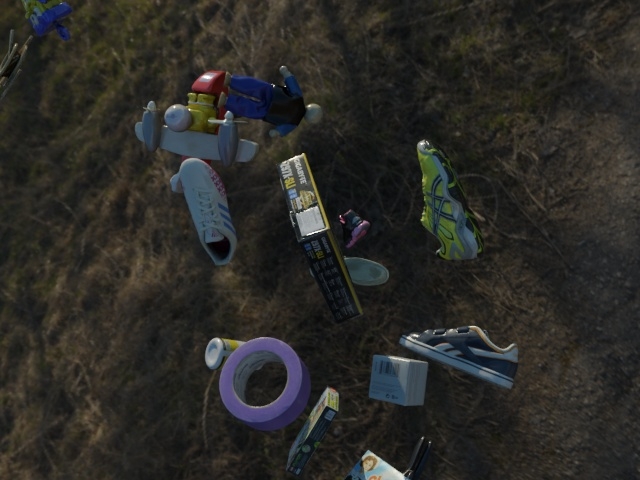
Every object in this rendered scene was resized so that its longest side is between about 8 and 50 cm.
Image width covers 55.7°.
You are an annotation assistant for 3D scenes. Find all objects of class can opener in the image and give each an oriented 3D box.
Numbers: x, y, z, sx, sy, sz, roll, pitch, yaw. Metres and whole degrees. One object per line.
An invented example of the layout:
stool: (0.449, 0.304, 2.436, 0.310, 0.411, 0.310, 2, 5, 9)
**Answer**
can opener: (0.270, 0.647, 1.723, 0.186, 0.059, 0.073, -52, 11, -32)

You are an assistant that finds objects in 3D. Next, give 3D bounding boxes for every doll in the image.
doll: (-0.084, -0.252, 1.096, 0.046, 0.189, 0.129, -157, 81, -75)

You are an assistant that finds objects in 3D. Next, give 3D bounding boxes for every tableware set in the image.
tableware set: (-0.595, -0.289, 1.103, 0.194, 0.039, 0.128, -38, 42, 27)

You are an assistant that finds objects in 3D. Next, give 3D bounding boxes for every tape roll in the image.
tape roll: (-0.121, 0.316, 1.339, 0.189, 0.080, 0.189, -7, 59, 12)

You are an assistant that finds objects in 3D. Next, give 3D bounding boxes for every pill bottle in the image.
pill bottle: (-0.282, 0.386, 2.018, 0.103, 0.184, 0.103, -23, 59, 45)

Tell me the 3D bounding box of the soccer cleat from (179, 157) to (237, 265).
soccer cleat: (-0.321, -0.078, 1.772, 0.116, 0.331, 0.143, -16, 28, 5)

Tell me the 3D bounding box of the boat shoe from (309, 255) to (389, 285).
boat shoe: (0.089, 0.079, 1.791, 0.233, 0.079, 0.084, 6, 108, 13)

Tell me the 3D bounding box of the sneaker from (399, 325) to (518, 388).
sneaker: (0.379, 0.289, 1.650, 0.321, 0.126, 0.127, 17, 81, 27)

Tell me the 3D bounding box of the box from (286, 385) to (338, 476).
box: (-0.018, 0.484, 1.544, 0.207, 0.036, 0.114, -61, 4, 11)

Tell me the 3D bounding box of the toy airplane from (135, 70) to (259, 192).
toy airplane: (-0.418, -0.336, 1.972, 0.386, 0.272, 0.384, -31, 67, 13)

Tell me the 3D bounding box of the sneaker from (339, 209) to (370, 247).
sneaker: (0.058, -0.026, 1.170, 0.047, 0.119, 0.057, -42, 83, -18)

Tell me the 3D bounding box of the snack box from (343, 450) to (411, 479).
snack box: (0.154, 0.620, 1.355, 0.187, 0.060, 0.322, -45, 27, -19)

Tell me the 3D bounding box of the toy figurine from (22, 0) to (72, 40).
toy figurine: (-0.629, -0.591, 1.432, 0.362, 0.217, 0.191, -10, 23, 48)

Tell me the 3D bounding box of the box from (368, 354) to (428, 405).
box: (0.178, 0.319, 1.386, 0.101, 0.087, 0.102, 2, 81, 39)

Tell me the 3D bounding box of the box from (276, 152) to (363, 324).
box: (0.000, 0.000, 1.398, 0.079, 0.322, 0.257, -21, 47, 1)

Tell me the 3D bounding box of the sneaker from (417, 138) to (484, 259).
sneaker: (0.354, -0.109, 1.793, 0.147, 0.145, 0.385, -19, 98, 24)
